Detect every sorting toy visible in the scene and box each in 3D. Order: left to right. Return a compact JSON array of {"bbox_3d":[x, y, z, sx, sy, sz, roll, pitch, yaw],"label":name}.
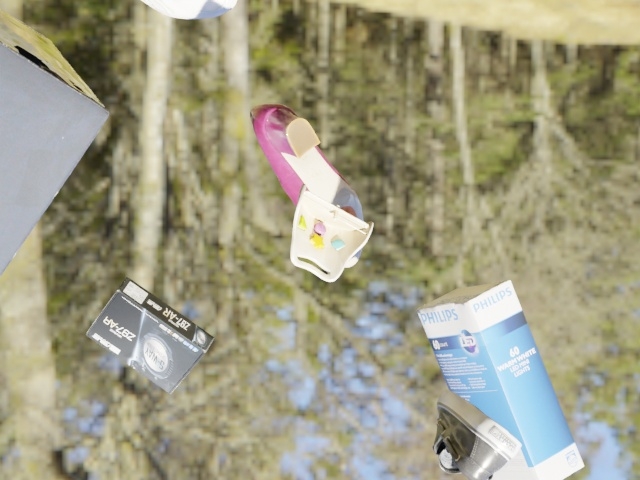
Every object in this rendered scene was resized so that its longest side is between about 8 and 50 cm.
[{"bbox_3d":[0.000,0.000,1.335,0.083,0.075,0.045,29,144,-19],"label":"sorting toy"}]

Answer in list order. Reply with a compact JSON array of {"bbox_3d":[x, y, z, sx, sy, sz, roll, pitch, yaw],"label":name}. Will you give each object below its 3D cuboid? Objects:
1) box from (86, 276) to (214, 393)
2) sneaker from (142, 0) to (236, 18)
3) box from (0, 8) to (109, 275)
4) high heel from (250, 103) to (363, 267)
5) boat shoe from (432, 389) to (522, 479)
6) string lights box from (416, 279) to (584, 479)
[{"bbox_3d":[-0.133,0.074,1.068,0.083,0.067,0.018,36,-138,-6],"label":"box"},{"bbox_3d":[-0.214,-0.330,1.684,0.232,0.090,0.115,18,-170,-4],"label":"sneaker"},{"bbox_3d":[-0.392,-0.063,1.304,0.179,0.343,0.312,32,-174,-26],"label":"box"},{"bbox_3d":[-0.021,-0.074,1.841,0.082,0.244,0.117,-39,-149,-15],"label":"high heel"},{"bbox_3d":[0.158,0.222,1.496,0.080,0.076,0.228,39,177,-8],"label":"boat shoe"},{"bbox_3d":[0.231,0.189,1.779,0.076,0.260,0.133,-24,-176,-27],"label":"string lights box"}]
